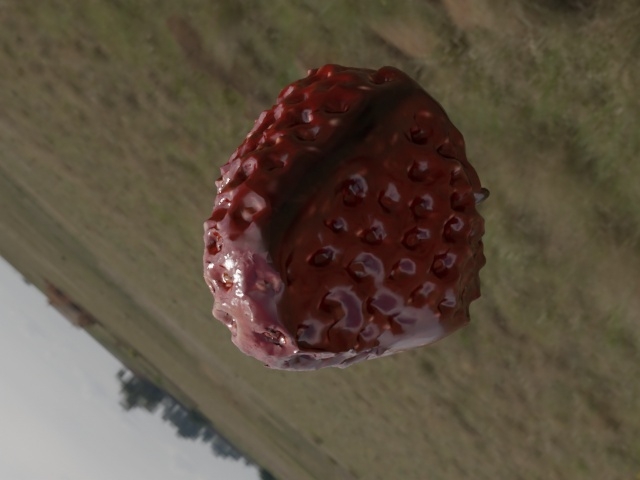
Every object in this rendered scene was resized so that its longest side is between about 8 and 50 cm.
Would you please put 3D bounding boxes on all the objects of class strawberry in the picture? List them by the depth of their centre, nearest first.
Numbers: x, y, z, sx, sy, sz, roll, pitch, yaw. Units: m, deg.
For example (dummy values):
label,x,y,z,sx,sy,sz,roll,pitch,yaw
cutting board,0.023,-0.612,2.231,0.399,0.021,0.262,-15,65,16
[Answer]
label,x,y,z,sx,sy,sz,roll,pitch,yaw
strawberry,0.000,0.000,1.119,0.295,0.345,0.318,19,121,31
